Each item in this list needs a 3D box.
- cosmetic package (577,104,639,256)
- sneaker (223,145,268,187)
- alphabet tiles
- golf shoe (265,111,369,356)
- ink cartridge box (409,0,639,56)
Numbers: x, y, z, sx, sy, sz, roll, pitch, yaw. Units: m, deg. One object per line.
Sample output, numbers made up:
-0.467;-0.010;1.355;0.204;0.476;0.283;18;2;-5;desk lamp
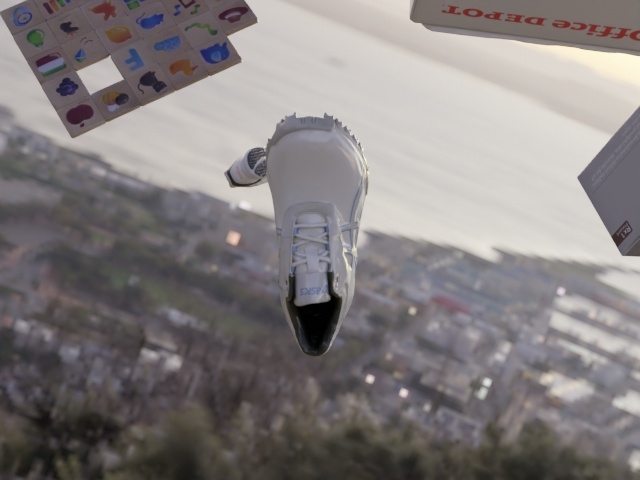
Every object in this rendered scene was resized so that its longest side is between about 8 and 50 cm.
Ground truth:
0.368;-0.054;1.379;0.238;0.127;0.107;7;46;-36;cosmetic package
-0.056;-0.076;1.497;0.109;0.044;0.040;-13;77;-57;sneaker
-0.197;-0.226;1.610;0.198;0.237;0.009;56;-15;31;alphabet tiles
0.000;0.000;0.990;0.069;0.176;0.086;-3;42;3;golf shoe
0.180;-0.247;1.013;0.207;0.117;0.283;7;-21;-3;ink cartridge box
